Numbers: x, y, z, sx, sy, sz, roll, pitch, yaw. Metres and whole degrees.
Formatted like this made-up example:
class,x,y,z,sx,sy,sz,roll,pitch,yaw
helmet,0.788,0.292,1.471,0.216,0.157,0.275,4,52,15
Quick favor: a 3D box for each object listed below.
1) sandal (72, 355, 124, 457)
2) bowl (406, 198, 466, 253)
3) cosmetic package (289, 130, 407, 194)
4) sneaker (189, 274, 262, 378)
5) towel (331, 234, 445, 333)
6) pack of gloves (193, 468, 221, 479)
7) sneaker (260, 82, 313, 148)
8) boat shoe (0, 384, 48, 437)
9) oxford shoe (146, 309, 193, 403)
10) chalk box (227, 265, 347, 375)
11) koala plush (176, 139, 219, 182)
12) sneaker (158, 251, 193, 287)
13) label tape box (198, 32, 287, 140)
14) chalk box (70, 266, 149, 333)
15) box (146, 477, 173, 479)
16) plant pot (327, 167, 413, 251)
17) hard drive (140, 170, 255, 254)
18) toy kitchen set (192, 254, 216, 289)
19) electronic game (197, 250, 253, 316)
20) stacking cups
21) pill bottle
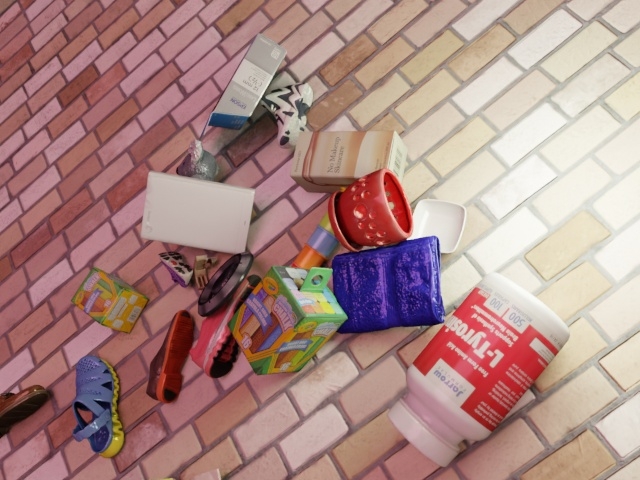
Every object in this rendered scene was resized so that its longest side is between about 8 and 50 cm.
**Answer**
class,x,y,z,sx,sy,sz,roll,pitch,yaw
sandal,-0.676,0.481,1.884,0.126,0.138,0.317,-33,59,13
bowl,0.310,-0.032,1.668,0.142,0.053,0.141,12,76,29
cosmetic package,0.080,-0.221,1.804,0.296,0.129,0.153,2,73,26
sneaker,-0.277,0.226,1.808,0.136,0.116,0.313,22,80,34
towel,0.163,0.116,1.633,0.308,0.076,0.227,-12,69,32
pack of gloves,-0.310,0.741,1.675,0.195,0.046,0.232,-24,73,16
sneaker,-0.128,-0.391,1.989,0.153,0.094,0.234,6,73,28
boat shoe,-1.009,0.536,2.030,0.307,0.111,0.104,-35,61,9
oxford shoe,-0.451,0.332,1.861,0.099,0.097,0.271,3,72,32
chalk box,-0.068,0.186,1.641,0.289,0.180,0.179,-51,56,23
koala plush,-0.384,-0.189,1.987,0.204,0.196,0.221,4,72,14
sneaker,-0.457,0.090,1.974,0.170,0.068,0.071,41,127,43
label tape box,-0.250,-0.440,1.977,0.115,0.249,0.347,28,84,-13
chalk box,-0.676,0.178,2.001,0.213,0.132,0.132,26,82,30
box,-0.504,0.693,1.718,0.232,0.087,0.058,-24,63,31
plant pot,0.127,-0.072,1.637,0.174,0.191,0.191,-19,63,27
hard drive,-0.361,-0.079,1.870,0.308,0.040,0.202,10,105,-6
toy kitchen set,-0.341,0.094,1.919,0.068,0.083,0.075,-8,59,-24
electronic game,-0.273,0.123,1.819,0.229,0.048,0.229,-43,19,19
stacking cups,0.000,0.000,1.778,0.096,0.096,0.316,38,89,31
pill bottle,0.343,0.292,1.425,0.229,0.229,0.407,39,90,31
